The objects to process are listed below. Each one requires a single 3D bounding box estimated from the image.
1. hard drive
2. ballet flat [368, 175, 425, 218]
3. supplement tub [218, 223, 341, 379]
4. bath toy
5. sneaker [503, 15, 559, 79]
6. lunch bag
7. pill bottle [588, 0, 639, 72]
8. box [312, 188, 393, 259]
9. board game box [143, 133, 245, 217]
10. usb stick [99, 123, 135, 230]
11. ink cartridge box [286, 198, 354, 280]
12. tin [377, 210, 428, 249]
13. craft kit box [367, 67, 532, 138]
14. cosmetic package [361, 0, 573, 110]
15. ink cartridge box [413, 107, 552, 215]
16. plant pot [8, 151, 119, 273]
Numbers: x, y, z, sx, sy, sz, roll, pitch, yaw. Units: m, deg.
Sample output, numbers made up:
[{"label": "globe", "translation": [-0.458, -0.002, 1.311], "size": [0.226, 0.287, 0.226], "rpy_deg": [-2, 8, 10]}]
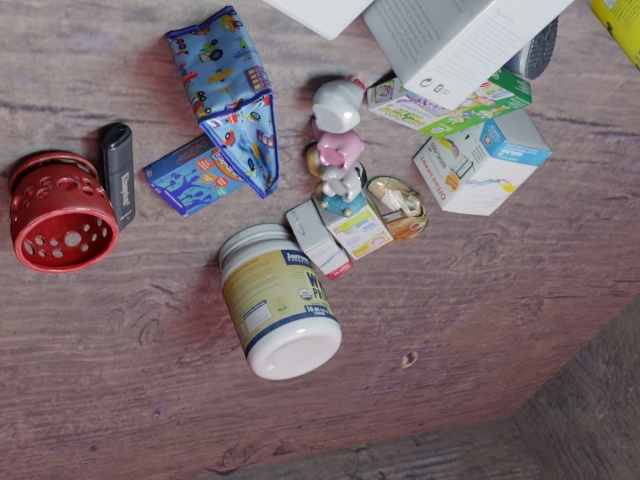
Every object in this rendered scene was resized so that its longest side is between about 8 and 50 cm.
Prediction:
[{"label": "hard drive", "translation": [-0.016, -0.472, 1.531], "size": [0.203, 0.040, 0.307], "rpy_deg": [-41, 145, 25]}, {"label": "ballet flat", "translation": [0.194, -0.100, 2.206], "size": [0.073, 0.067, 0.206], "rpy_deg": [-41, 145, 27]}, {"label": "supplement tub", "translation": [-0.104, 0.141, 2.126], "size": [0.228, 0.316, 0.228], "rpy_deg": [-17, 148, -11]}, {"label": "bath toy", "translation": [0.039, -0.206, 1.890], "size": [0.129, 0.151, 0.348], "rpy_deg": [-54, 159, -30]}, {"label": "sneaker", "translation": [0.397, -0.478, 1.747], "size": [0.112, 0.131, 0.319], "rpy_deg": [-18, 129, -41]}, {"label": "lunch bag", "translation": [-0.143, -0.229, 1.635], "size": [0.138, 0.221, 0.293], "rpy_deg": [-24, 149, 0]}, {"label": "pill bottle", "translation": [0.629, -0.449, 1.718], "size": [0.188, 0.334, 0.188], "rpy_deg": [-17, 148, -11]}, {"label": "box", "translation": [0.080, -0.054, 2.163], "size": [0.114, 0.103, 0.203], "rpy_deg": [-29, 149, 8]}, {"label": "board game box", "translation": [-0.233, -0.144, 1.869], "size": [0.210, 0.047, 0.160], "rpy_deg": [-29, 148, 7]}, {"label": "usb stick", "translation": [-0.397, -0.118, 1.781], "size": [0.077, 0.045, 0.278], "rpy_deg": [-57, 168, -35]}, {"label": "ink cartridge box", "translation": [0.000, 0.000, 2.167], "size": [0.072, 0.127, 0.175], "rpy_deg": [-30, 149, 7]}, {"label": "tin", "translation": [0.186, -0.031, 2.337], "size": [0.189, 0.040, 0.106], "rpy_deg": [-17, 152, -12]}, {"label": "craft kit box", "translation": [0.268, -0.299, 1.883], "size": [0.246, 0.061, 0.250], "rpy_deg": [-14, 161, 42]}, {"label": "cosmetic package", "translation": [0.301, -0.469, 1.569], "size": [0.161, 0.230, 0.453], "rpy_deg": [15, 133, -47]}, {"label": "ink cartridge box", "translation": [0.367, -0.195, 2.080], "size": [0.168, 0.171, 0.233], "rpy_deg": [5, 138, -38]}, {"label": "plant pot", "translation": [-0.490, -0.060, 1.699], "size": [0.191, 0.174, 0.191], "rpy_deg": [-18, 149, -11]}]
